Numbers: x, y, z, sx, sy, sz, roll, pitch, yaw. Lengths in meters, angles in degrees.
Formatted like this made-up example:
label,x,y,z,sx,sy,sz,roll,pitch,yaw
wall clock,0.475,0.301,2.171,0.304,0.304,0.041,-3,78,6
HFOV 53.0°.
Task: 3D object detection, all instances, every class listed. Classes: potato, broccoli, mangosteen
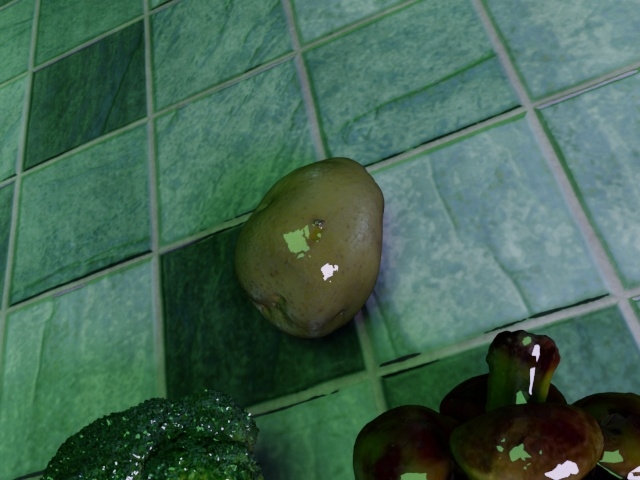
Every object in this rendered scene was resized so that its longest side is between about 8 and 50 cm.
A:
label,x,y,z,sx,sy,sz,roll,pitch,yaw
potato,0.000,0.000,0.684,0.157,0.157,0.194,19,59,31
broccoli,-0.125,0.266,0.552,0.254,0.269,0.269,-43,54,2
mangosteen,0.145,0.214,0.440,0.288,0.233,0.287,-15,57,25
